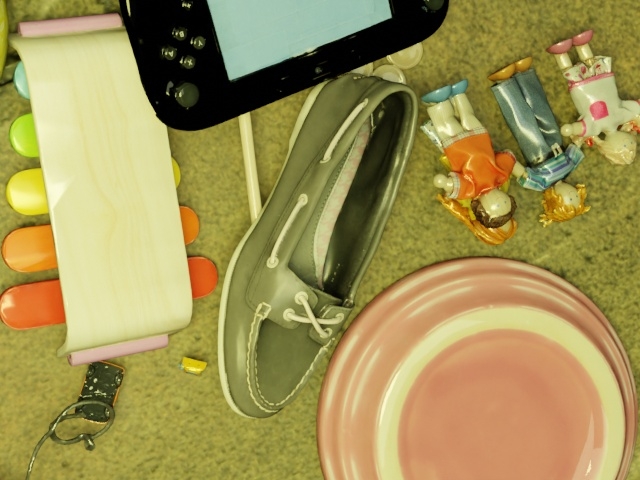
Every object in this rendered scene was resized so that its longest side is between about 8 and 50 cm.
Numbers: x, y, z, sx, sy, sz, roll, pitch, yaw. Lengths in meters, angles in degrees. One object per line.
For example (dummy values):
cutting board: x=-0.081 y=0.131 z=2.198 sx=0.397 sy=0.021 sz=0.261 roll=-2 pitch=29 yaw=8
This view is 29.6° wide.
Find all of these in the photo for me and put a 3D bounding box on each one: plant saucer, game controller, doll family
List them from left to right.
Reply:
game controller: x=-0.024 y=-0.218 z=1.068 sx=0.319 sy=0.067 sz=0.166 roll=-26 pitch=124 yaw=-24
plant saucer: x=0.165 y=0.183 z=1.182 sx=0.332 sy=0.084 sz=0.332 roll=-1 pitch=94 yaw=-12
doll family: x=0.193 y=-0.086 z=1.172 sx=0.263 sy=0.118 sz=0.163 roll=-24 pitch=92 yaw=-27

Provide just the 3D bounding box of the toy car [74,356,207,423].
toy car: x=-0.168 y=0.143 z=1.132 sx=0.122 sy=0.040 sz=0.060 roll=0 pitch=72 yaw=-9

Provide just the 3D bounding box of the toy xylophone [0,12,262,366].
toy xylophone: x=-0.170 y=-0.047 z=1.097 sx=0.236 sy=0.081 sz=0.322 roll=-1 pitch=92 yaw=-24

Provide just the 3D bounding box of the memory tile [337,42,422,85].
memory tile: x=0.032 y=-0.207 z=1.168 sx=0.148 sy=0.012 sz=0.113 roll=25 pitch=88 yaw=-13

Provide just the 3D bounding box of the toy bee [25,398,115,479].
toy bee: x=-0.320 y=0.257 z=1.026 sx=0.298 sy=0.162 sz=0.195 roll=-34 pitch=142 yaw=17

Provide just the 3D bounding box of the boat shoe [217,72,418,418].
boat shoe: x=0.000 y=0.000 z=1.088 sx=0.112 sy=0.095 sz=0.335 roll=29 pitch=72 yaw=-39

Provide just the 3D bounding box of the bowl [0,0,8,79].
bowl: x=-0.354 y=-0.182 z=0.951 sx=0.289 sy=0.156 sz=0.289 roll=4 pitch=84 yaw=-45
